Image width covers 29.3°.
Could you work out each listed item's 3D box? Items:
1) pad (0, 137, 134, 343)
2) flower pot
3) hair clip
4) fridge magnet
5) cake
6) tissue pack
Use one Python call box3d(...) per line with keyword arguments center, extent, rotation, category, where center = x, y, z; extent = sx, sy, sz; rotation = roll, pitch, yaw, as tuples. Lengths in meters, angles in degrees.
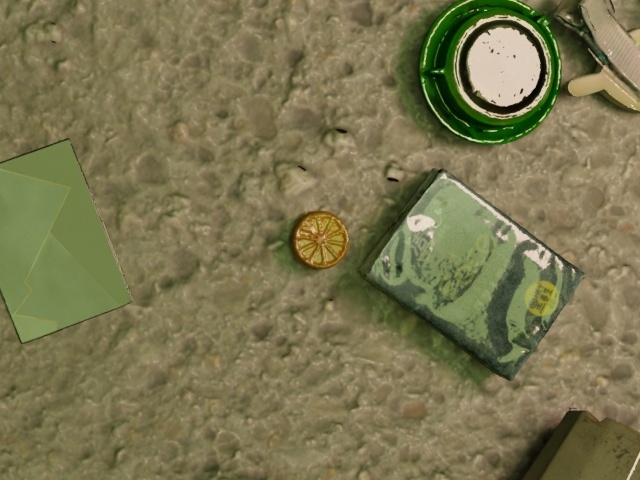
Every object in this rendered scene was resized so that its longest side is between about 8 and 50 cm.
box3d(center=(-0.371, 0.001, 1.656), extent=(0.163, 0.004, 0.243), rotation=(-21, 95, -6), category="pad")
box3d(center=(0.363, 0.386, 1.650), extent=(0.290, 0.290, 0.259), rotation=(34, 75, -7), category="flower pot")
box3d(center=(0.404, -0.250, 1.694), extent=(0.218, 0.071, 0.159), rotation=(43, 80, -23), category="hair clip")
box3d(center=(0.235, -0.234, 1.676), extent=(0.208, 0.088, 0.208), rotation=(-1, 94, -13), category="fridge magnet")
box3d(center=(0.000, 0.000, 1.681), extent=(0.084, 0.044, 0.084), rotation=(0, 91, -7), category="cake")
box3d(center=(0.207, 0.046, 1.690), extent=(0.257, 0.081, 0.185), rotation=(36, 88, -8), category="tissue pack")
